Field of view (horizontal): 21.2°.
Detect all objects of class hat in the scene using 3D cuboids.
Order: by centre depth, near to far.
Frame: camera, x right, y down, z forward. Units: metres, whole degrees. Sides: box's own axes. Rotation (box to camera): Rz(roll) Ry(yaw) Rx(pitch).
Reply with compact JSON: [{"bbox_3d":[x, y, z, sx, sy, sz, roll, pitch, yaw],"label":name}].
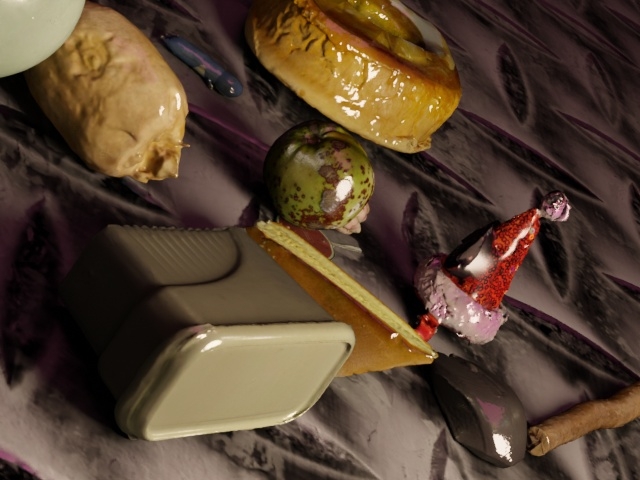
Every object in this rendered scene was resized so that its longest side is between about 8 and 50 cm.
[{"bbox_3d":[0.203,0.022,2.013,0.129,0.227,0.140,52,23,23],"label":"hat"}]

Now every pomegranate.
[{"bbox_3d":[0.012,-0.072,2.004,0.163,0.125,0.138,14,21,-42],"label":"pomegranate"}]

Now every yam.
[{"bbox_3d":[0.332,0.216,2.079,0.327,0.045,0.045,-10,86,-56],"label":"yam"}]

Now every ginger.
[{"bbox_3d":[-0.236,-0.173,1.820,0.267,0.138,0.152,51,3,25],"label":"ginger"}]

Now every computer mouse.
[{"bbox_3d":[0.180,0.179,1.914,0.099,0.057,0.172,6,40,-38],"label":"computer mouse"}]

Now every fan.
[{"bbox_3d":[0.000,0.000,2.020,0.133,0.005,0.085,14,34,-41],"label":"fan"}]

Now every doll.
[{"bbox_3d":[-0.150,-0.222,2.153,0.125,0.027,0.037,38,25,2],"label":"doll"}]

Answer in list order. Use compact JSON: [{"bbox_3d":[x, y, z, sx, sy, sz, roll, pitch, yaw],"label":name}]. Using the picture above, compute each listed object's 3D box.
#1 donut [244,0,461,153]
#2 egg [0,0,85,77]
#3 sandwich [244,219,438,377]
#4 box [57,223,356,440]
[{"bbox_3d":[0.053,-0.267,2.342,0.330,0.160,0.330,33,19,-13],"label":"donut"},{"bbox_3d":[-0.406,-0.312,1.662,0.389,0.276,0.276,33,27,-16],"label":"egg"},{"bbox_3d":[0.006,0.079,1.819,0.244,0.088,0.090,37,17,3],"label":"sandwich"},{"bbox_3d":[-0.116,0.081,1.609,0.178,0.138,0.274,47,23,27],"label":"box"}]
